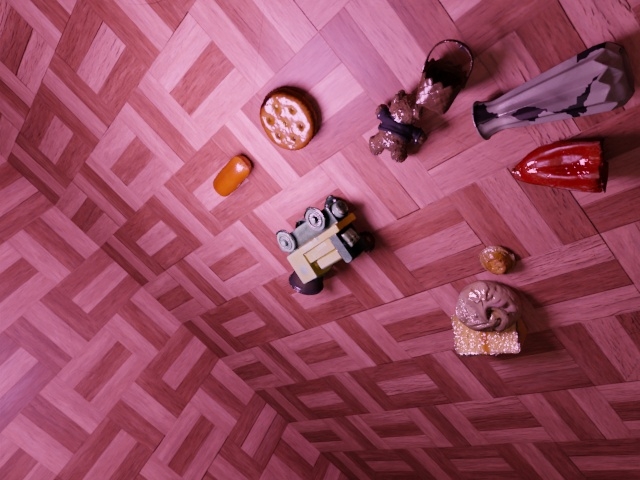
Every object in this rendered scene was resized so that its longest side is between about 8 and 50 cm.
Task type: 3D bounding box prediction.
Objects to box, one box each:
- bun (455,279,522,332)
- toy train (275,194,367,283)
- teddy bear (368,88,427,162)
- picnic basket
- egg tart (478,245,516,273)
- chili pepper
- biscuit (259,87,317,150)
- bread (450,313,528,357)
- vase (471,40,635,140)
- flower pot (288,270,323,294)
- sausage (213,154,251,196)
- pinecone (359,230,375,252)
[{"bbox_3d":[0.605,0.249,1.753,0.237,0.116,0.210,-28,96,31],"label":"bun"},{"bbox_3d":[0.000,0.000,1.854,0.397,0.160,0.253,-33,91,46],"label":"toy train"},{"bbox_3d":[0.234,-0.330,1.468,0.182,0.129,0.251,25,137,6],"label":"teddy bear"},{"bbox_3d":[0.336,-0.449,1.292,0.128,0.138,0.178,26,139,4],"label":"picnic basket"},{"bbox_3d":[0.612,0.078,1.670,0.128,0.049,0.129,18,135,19],"label":"egg tart"},{"bbox_3d":[0.663,-0.212,1.341,0.252,0.136,0.144,7,158,36],"label":"chili pepper"},{"bbox_3d":[-0.113,-0.412,1.648,0.220,0.066,0.220,17,134,18],"label":"biscuit"},{"bbox_3d":[0.655,0.365,1.868,0.266,0.178,0.141,-14,151,42],"label":"bread"},{"bbox_3d":[0.578,-0.366,1.223,0.360,0.165,0.165,-12,121,43],"label":"vase"},{"bbox_3d":[-0.049,0.146,2.065,0.157,0.157,0.107,25,123,9],"label":"flower pot"},{"bbox_3d":[-0.354,-0.254,1.920,0.098,0.098,0.238,44,134,-11],"label":"sausage"},{"bbox_3d":[0.173,0.009,1.855,0.077,0.077,0.083,14,143,20],"label":"pinecone"}]
